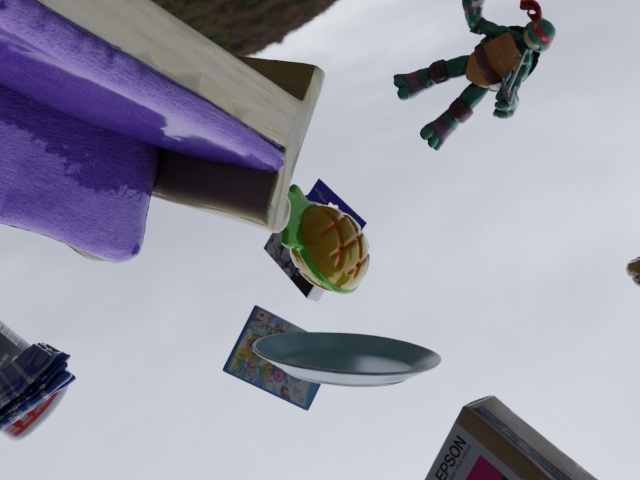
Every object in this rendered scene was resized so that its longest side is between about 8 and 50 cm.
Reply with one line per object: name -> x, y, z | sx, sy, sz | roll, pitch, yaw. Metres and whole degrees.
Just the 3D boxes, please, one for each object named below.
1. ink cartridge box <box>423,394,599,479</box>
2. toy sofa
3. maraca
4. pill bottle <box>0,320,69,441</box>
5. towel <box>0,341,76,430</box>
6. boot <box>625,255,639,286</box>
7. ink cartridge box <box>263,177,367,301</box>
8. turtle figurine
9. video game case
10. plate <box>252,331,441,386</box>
ink cartridge box -> 0.238, 0.366, 1.008 | 0.088, 0.234, 0.193 | -3, -149, -48
toy sofa -> -0.170, -0.088, 0.403 | 0.150, 0.362, 0.177 | 14, -96, 37
maraca -> 0.000, 0.000, 1.013 | 0.099, 0.186, 0.127 | -26, -139, 29
pill bottle -> -0.645, 0.243, 1.432 | 0.161, 0.283, 0.161 | -38, -159, 17
towel -> -0.456, 0.227, 0.869 | 0.336, 0.040, 0.243 | -35, -166, -25
boot -> 0.498, 0.092, 0.857 | 0.249, 0.206, 0.090 | -10, 176, 5
ink cartridge box -> -0.018, -0.009, 1.622 | 0.206, 0.045, 0.208 | 45, -70, 43
turtle figurine -> 0.210, -0.221, 0.930 | 0.118, 0.175, 0.234 | 2, 154, -45
video game case -> -0.064, 0.195, 1.219 | 0.119, 0.166, 0.015 | -64, -158, -10
plate -> 0.026, 0.119, 0.737 | 0.188, 0.024, 0.188 | 4, -177, 0
